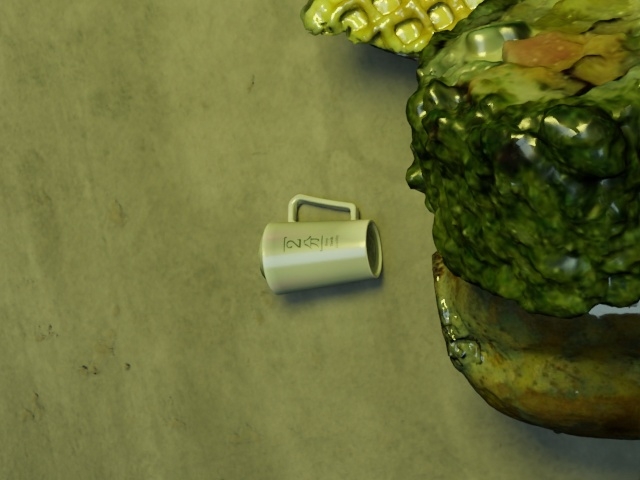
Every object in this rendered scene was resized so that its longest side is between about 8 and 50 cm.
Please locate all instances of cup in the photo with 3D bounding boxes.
[{"bbox_3d":[0.000,0.000,1.305,0.116,0.074,0.104,-7,66,18],"label":"cup"}]

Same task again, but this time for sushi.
[{"bbox_3d":[0.226,-0.108,1.000,0.294,0.352,0.178,18,135,48],"label":"sushi"}]

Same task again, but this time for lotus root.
[{"bbox_3d":[0.272,0.050,1.111,0.346,0.250,0.250,-6,95,17],"label":"lotus root"}]

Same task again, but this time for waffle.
[{"bbox_3d":[0.089,-0.269,1.136,0.223,0.054,0.204,12,101,5],"label":"waffle"}]

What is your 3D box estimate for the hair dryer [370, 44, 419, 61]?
[{"bbox_3d":[0.195,-0.207,1.196,0.279,0.090,0.135,20,102,11],"label":"hair dryer"}]
